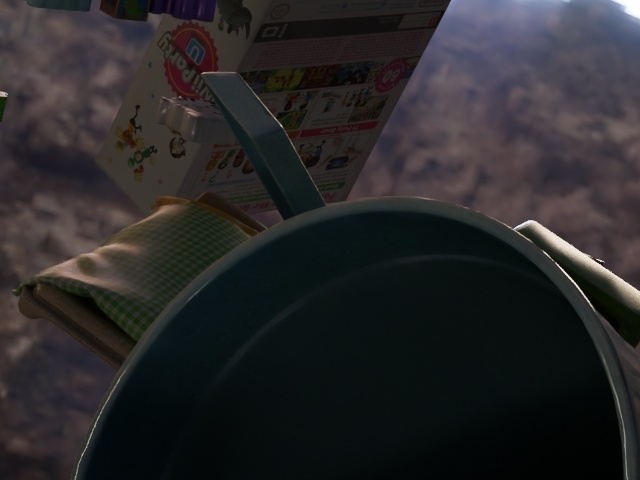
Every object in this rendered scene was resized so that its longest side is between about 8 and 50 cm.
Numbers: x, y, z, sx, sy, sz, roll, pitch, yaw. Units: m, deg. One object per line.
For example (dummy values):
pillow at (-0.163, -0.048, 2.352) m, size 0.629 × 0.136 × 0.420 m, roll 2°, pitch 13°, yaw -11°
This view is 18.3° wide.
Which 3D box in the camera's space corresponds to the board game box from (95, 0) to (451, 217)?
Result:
board game box at (-0.017, -0.161, 1.541) m, size 0.224 × 0.303 × 0.097 m, roll -10°, pitch -134°, yaw -48°

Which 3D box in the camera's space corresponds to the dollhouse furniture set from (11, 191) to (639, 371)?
dollhouse furniture set at (0.011, 0.037, 1.142) m, size 0.301 × 0.151 × 0.197 m, roll 35°, pitch -156°, yaw 12°

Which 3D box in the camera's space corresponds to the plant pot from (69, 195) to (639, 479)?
plant pot at (0.069, 0.152, 0.857) m, size 0.255 × 0.271 × 0.271 m, roll 32°, pitch -168°, yaw -48°

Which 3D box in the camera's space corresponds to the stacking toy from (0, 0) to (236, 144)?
stacking toy at (-0.127, -0.150, 1.184) m, size 0.221 × 0.167 × 0.052 m, roll 3°, pitch -162°, yaw -34°

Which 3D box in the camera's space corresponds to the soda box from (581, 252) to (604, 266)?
soda box at (0.137, 0.057, 1.366) m, size 0.058 × 0.181 × 0.061 m, roll 22°, pitch -110°, yaw 1°

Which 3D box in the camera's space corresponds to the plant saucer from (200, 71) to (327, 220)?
plant saucer at (0.000, 0.000, 0.930) m, size 0.018 × 0.192 × 0.067 m, roll -34°, pitch -139°, yaw -4°
